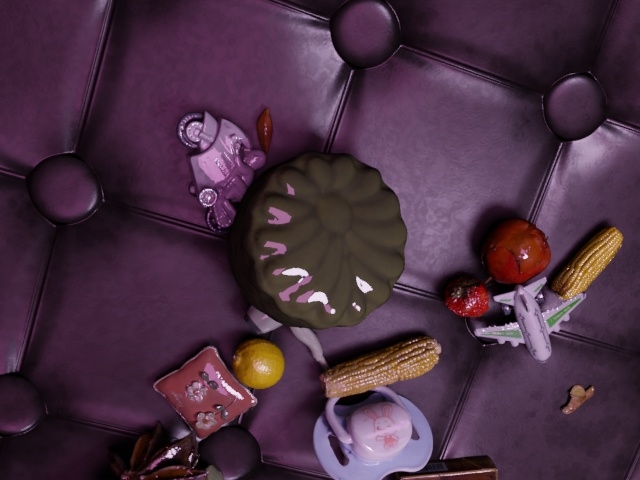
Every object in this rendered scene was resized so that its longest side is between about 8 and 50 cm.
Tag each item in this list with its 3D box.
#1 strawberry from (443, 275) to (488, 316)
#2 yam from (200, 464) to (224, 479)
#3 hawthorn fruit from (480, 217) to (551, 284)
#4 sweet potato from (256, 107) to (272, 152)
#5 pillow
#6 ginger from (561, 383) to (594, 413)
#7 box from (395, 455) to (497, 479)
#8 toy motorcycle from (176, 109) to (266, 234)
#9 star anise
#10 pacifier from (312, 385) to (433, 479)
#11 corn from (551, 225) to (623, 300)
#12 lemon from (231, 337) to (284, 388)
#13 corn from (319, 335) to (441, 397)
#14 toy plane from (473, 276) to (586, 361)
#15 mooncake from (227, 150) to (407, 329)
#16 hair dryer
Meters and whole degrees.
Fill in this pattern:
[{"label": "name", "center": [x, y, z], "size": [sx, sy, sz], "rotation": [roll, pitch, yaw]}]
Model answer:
[{"label": "strawberry", "center": [0.330, 0.131, 1.527], "size": [0.106, 0.106, 0.106], "rotation": [-2, 103, -7]}, {"label": "yam", "center": [-0.334, 0.632, 1.518], "size": [0.268, 0.161, 0.161], "rotation": [-26, 105, -1]}, {"label": "hawthorn fruit", "center": [0.420, 0.032, 1.494], "size": [0.148, 0.148, 0.172], "rotation": [42, 111, -14]}, {"label": "sweet potato", "center": [-0.116, -0.229, 1.417], "size": [0.034, 0.034, 0.095], "rotation": [-1, 100, -7]}, {"label": "pillow", "center": [-0.256, 0.342, 1.506], "size": [0.171, 0.075, 0.179], "rotation": [-35, 103, 6]}, {"label": "ginger", "center": [0.625, 0.383, 1.651], "size": [0.097, 0.030, 0.048], "rotation": [-39, 106, 1]}, {"label": "box", "center": [0.303, 0.617, 1.644], "size": [0.240, 0.071, 0.160], "rotation": [-2, 101, -6]}, {"label": "toy motorcycle", "center": [-0.190, -0.148, 1.395], "size": [0.170, 0.110, 0.260], "rotation": [-20, 110, -15]}, {"label": "star anise", "center": [-0.375, 0.536, 1.434], "size": [0.331, 0.332, 0.118], "rotation": [-27, 123, -1]}, {"label": "pacifier", "center": [0.101, 0.460, 1.543], "size": [0.287, 0.238, 0.226], "rotation": [-11, 138, -31]}, {"label": "corn", "center": [0.613, 0.055, 1.557], "size": [0.072, 0.072, 0.203], "rotation": [39, 94, -14]}, {"label": "lemon", "center": [-0.138, 0.269, 1.488], "size": [0.133, 0.109, 0.109], "rotation": [18, 101, -35]}, {"label": "corn", "center": [0.140, 0.287, 1.529], "size": [0.288, 0.086, 0.087], "rotation": [-16, 104, -9]}, {"label": "toy plane", "center": [0.473, 0.182, 1.526], "size": [0.251, 0.101, 0.255], "rotation": [-21, 128, 10]}, {"label": "mooncake", "center": [0.000, 0.000, 1.354], "size": [0.356, 0.194, 0.357], "rotation": [2, 85, -27]}, {"label": "hair dryer", "center": [-0.010, 0.151, 1.509], "size": [0.267, 0.092, 0.229], "rotation": [34, 91, -27]}]
